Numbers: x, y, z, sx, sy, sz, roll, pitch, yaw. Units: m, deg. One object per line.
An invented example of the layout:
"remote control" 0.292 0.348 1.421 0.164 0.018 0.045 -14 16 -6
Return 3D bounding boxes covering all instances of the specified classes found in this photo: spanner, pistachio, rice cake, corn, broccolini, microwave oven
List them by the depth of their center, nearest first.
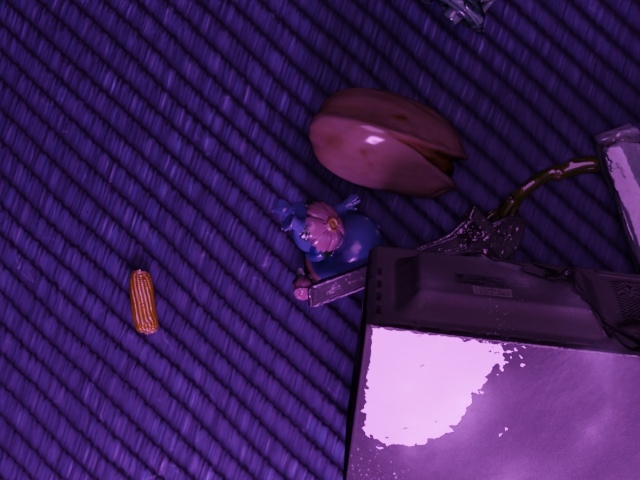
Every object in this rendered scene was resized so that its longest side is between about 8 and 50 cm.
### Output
"microwave oven" 0.257 0.202 1.705 0.431 0.236 0.375 7 116 0
"spanner" 0.132 0.026 1.805 0.325 0.026 0.093 -20 98 -9
"pistachio" 0.096 -0.135 1.836 0.237 0.153 0.138 17 98 -25
"rice cake" 0.464 0.000 1.861 0.066 0.063 0.336 -16 87 -4
"broccolini" 0.303 -0.017 1.872 0.271 0.062 0.123 -38 96 -4
"corn" -0.252 0.087 1.874 0.037 0.037 0.092 -6 88 0

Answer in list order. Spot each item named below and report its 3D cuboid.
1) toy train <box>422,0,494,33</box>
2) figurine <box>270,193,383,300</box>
"toy train" 0.172 -0.415 1.776 0.238 0.299 0.167 39 86 15
"figurine" -0.002 0.005 1.835 0.178 0.114 0.144 29 124 -36
